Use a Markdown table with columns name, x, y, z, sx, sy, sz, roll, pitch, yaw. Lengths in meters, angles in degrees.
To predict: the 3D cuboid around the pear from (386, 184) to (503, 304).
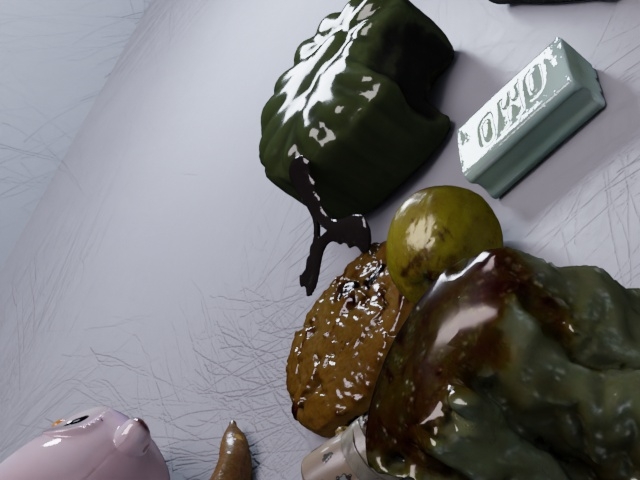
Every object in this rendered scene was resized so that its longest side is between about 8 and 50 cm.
| name | x | y | z | sx | sy | sz | roll | pitch | yaw |
| --- | --- | --- | --- | --- | --- | --- | --- | --- | --- |
| pear | 0.153 | 0.008 | 1.805 | 0.149 | 0.149 | 0.162 | -33 | 29 | 42 |

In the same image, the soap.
| name | x | y | z | sx | sy | sz | roll | pitch | yaw |
| --- | --- | --- | --- | --- | --- | --- | --- | --- | --- |
| soap | 0.271 | -0.160 | 1.882 | 0.198 | 0.066 | 0.119 | -43 | 30 | 28 |

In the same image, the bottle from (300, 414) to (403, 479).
| name | x | y | z | sx | sy | sz | roll | pitch | yaw |
| --- | --- | --- | --- | --- | --- | --- | --- | --- | --- |
| bottle | 0.059 | 0.262 | 1.751 | 0.152 | 0.099 | 0.099 | -39 | 29 | 21 |

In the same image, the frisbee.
| name | x | y | z | sx | sy | sz | roll | pitch | yaw |
| --- | --- | --- | --- | --- | --- | --- | --- | --- | --- |
| frisbee | 0.000 | 0.000 | 2.061 | 0.211 | 0.012 | 0.187 | 42 | 128 | 44 |

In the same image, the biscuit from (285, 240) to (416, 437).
| name | x | y | z | sx | sy | sz | roll | pitch | yaw |
| --- | --- | --- | --- | --- | --- | --- | --- | --- | --- |
| biscuit | 0.046 | 0.124 | 1.950 | 0.296 | 0.075 | 0.296 | -44 | 26 | 28 |

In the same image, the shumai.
| name | x | y | z | sx | sy | sz | roll | pitch | yaw |
| --- | --- | --- | --- | --- | --- | --- | --- | --- | --- |
| shumai | 0.217 | 0.163 | 1.296 | 0.397 | 0.323 | 0.324 | -44 | 26 | 29 |

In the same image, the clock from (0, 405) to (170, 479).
| name | x | y | z | sx | sy | sz | roll | pitch | yaw |
| --- | --- | --- | --- | --- | --- | --- | --- | --- | --- |
| clock | -0.383 | 0.428 | 2.139 | 0.376 | 0.250 | 0.368 | -43 | -5 | -14 |

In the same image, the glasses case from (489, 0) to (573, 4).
| name | x | y | z | sx | sy | sz | roll | pitch | yaw |
| --- | --- | --- | --- | --- | --- | --- | --- | --- | --- |
| glasses case | 0.336 | -0.404 | 2.041 | 0.131 | 0.074 | 0.323 | -61 | 25 | -6 |

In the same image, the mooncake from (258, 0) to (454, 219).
| name | x | y | z | sx | sy | sz | roll | pitch | yaw |
| --- | --- | --- | --- | --- | --- | --- | --- | --- | --- |
| mooncake | 0.049 | -0.209 | 2.213 | 0.351 | 0.187 | 0.351 | -42 | 31 | 32 |

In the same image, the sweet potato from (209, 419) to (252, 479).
| name | x | y | z | sx | sy | sz | roll | pitch | yaw |
| --- | --- | --- | --- | --- | --- | --- | --- | --- | --- |
| sweet potato | -0.133 | 0.357 | 2.025 | 0.067 | 0.059 | 0.281 | 97 | -174 | -49 |
